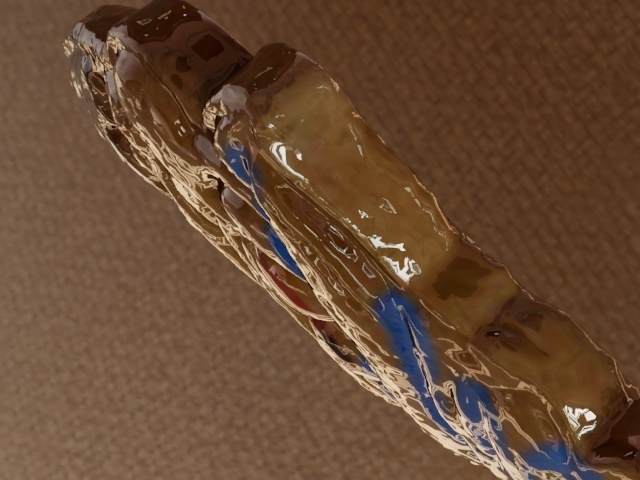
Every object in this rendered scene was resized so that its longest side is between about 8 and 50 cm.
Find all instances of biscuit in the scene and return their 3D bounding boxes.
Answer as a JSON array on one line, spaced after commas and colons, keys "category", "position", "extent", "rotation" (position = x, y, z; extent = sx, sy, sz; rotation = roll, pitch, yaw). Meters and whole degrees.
[{"category": "biscuit", "position": [0.000, 0.000, 0.425], "extent": [0.043, 0.183, 0.280], "rotation": [-46, 46, -12]}]
